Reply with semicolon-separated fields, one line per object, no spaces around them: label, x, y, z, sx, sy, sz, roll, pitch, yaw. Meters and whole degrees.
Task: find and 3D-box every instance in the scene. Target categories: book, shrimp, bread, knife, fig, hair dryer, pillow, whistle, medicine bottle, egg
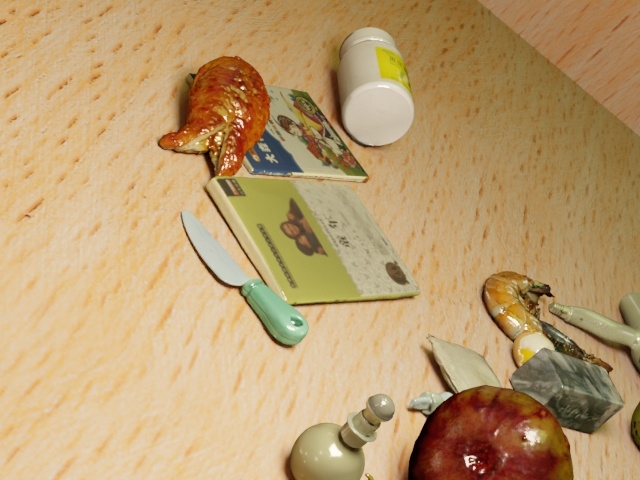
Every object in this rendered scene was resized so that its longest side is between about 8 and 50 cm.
book;-0.068;-0.194;2.032;0.322;0.018;0.228;0;48;-52
shrimp;0.417;0.154;2.110;0.290;0.054;0.222;37;27;0
bread;-0.152;-0.201;1.839;0.139;0.095;0.269;28;37;-8
knife;-0.118;0.050;1.612;0.260;0.035;0.063;43;33;16
fig;0.247;0.330;1.547;0.321;0.217;0.217;51;11;-53
hair dryer;0.604;0.160;2.322;0.298;0.119;0.296;31;20;7
pillow;0.251;0.248;1.770;0.148;0.050;0.230;27;26;-45
whistle;0.165;0.237;1.692;0.100;0.035;0.035;8;42;-45
medicine bottle;0.103;-0.307;2.280;0.143;0.143;0.258;29;29;-23
egg;0.362;0.190;1.974;0.071;0.071;0.083;13;32;-43
book;0.000;0.000;1.823;0.352;0.035;0.239;1;50;-52

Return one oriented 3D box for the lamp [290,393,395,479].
lamp;0.032;0.237;1.382;0.091;0.163;0.091;29;30;-19

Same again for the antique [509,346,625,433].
antique;0.415;0.253;1.932;0.183;0.088;0.086;19;36;-36

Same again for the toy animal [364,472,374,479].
toy animal;0.006;0.348;1.276;0.095;0.219;0.155;-3;11;-32

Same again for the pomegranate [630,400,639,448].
pomegranate;0.623;0.334;2.046;0.159;0.129;0.129;24;32;-39
